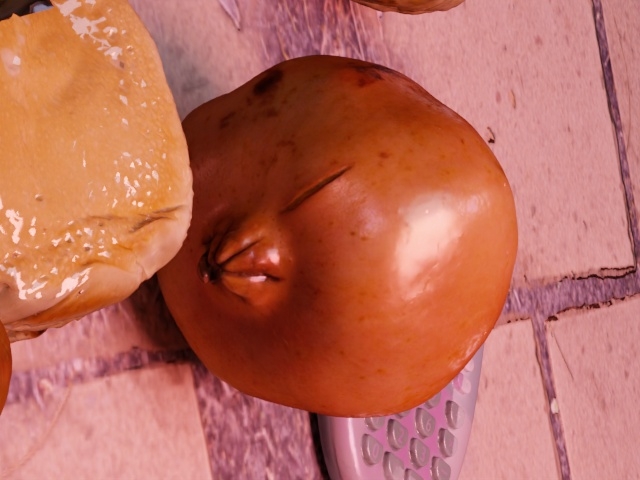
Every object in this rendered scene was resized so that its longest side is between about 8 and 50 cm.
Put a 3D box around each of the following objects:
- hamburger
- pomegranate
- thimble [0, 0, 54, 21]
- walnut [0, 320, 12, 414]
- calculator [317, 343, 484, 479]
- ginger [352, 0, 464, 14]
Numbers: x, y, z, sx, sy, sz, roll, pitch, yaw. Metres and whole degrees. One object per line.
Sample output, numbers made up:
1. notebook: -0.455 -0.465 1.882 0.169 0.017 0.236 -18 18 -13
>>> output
1. hamburger: -0.152 -0.048 0.919 0.214 0.108 0.214 31 53 -54
2. pomegranate: 0.005 0.001 1.098 0.209 0.209 0.209 28 57 -55
3. thimble: -0.209 -0.188 0.722 0.271 0.150 0.271 4 83 -32
4. walnut: -0.219 0.036 0.678 0.336 0.209 0.209 -9 89 -65
5. calculator: 0.056 0.055 1.323 0.185 0.041 0.299 42 48 -48
6. ginger: 0.027 -0.218 1.291 0.263 0.109 0.116 28 60 -54
